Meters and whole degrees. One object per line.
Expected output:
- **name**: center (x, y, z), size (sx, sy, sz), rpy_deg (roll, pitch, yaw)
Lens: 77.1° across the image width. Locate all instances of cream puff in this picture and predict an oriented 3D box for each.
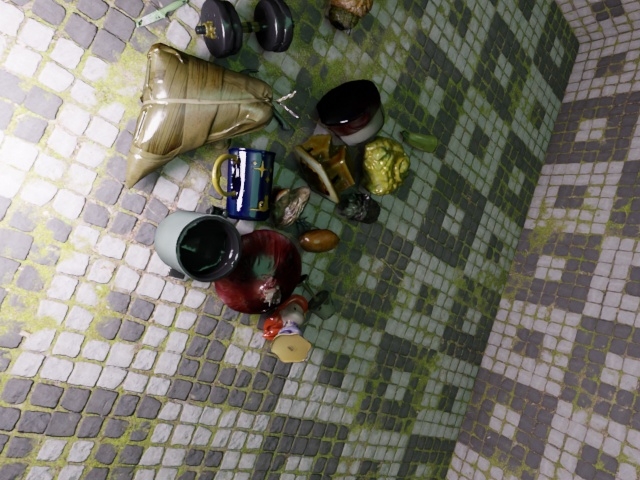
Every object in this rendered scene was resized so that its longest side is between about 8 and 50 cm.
- **cream puff**: center (0.114, -0.959, 1.684), size (0.183, 0.183, 0.169), rpy_deg (17, 98, -36)

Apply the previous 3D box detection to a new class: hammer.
- **hammer**: center (-0.215, -0.543, 1.575), size (0.288, 0.033, 0.111), rpy_deg (47, 70, -31)

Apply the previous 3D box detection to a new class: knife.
- **knife**: center (-0.524, -0.758, 1.338), size (0.207, 0.014, 0.030), rpy_deg (-42, 117, -22)

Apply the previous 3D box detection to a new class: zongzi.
- **zongzi**: center (-0.360, -0.346, 1.364), size (0.499, 0.218, 0.468), rpy_deg (13, 100, -18)

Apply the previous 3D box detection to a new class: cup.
- **cup**: center (-0.298, -0.206, 1.475), size (0.254, 0.178, 0.257), rpy_deg (2, 96, -33)

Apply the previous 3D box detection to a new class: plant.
- **plant**: center (0.181, -0.151, 1.849), size (0.194, 0.132, 0.129), rpy_deg (16, 84, -40)

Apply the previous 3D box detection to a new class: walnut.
- **walnut**: center (-0.365, -0.372, 1.462), size (0.092, 0.092, 0.092), rpy_deg (-5, 99, -35)
- **walnut**: center (0.000, 0.000, 1.751), size (0.207, 0.115, 0.116), rpy_deg (-6, 99, -30)

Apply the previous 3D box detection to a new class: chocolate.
- **chocolate**: center (0.143, -0.525, 1.713), size (0.284, 0.283, 0.186), rpy_deg (-53, 140, -18)

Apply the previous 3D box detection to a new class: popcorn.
- **popcorn**: center (0.298, -0.352, 1.851), size (0.242, 0.234, 0.250), rpy_deg (-58, 146, -43)

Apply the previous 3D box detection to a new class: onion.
- **onion**: center (-0.220, 0.138, 1.508), size (0.347, 0.285, 0.348), rpy_deg (-13, 120, -23)

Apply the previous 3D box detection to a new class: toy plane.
- **toy plane**: center (-0.083, -0.073, 1.731), size (0.083, 0.031, 0.079), rpy_deg (27, 80, -35)

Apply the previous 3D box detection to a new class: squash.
- **squash**: center (0.493, -0.520, 2.060), size (0.224, 0.094, 0.095), rpy_deg (9, 91, -30)

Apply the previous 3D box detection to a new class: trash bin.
- **trash bin**: center (-0.419, 0.014, 1.361), size (0.217, 0.262, 0.278), rpy_deg (20, 85, -36)

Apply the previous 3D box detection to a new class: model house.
- **model house**: center (0.046, -0.329, 1.702), size (0.239, 0.173, 0.268), rpy_deg (-40, 119, -24)

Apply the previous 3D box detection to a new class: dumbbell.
- **dumbbell**: center (-0.257, -0.755, 1.424), size (0.388, 0.185, 0.185), rpy_deg (-23, 109, -31)

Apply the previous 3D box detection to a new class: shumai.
- **shumai**: center (-0.142, -0.150, 1.599), size (0.152, 0.161, 0.209), rpy_deg (32, 104, -35)

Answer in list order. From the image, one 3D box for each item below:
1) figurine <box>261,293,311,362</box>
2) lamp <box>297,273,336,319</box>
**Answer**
- **figurine**: center (-0.137, 0.355, 1.646), size (0.180, 0.257, 0.208), rpy_deg (11, 118, -11)
- **lamp**: center (-0.022, 0.248, 1.767), size (0.121, 0.121, 0.215), rpy_deg (-43, 109, -23)
